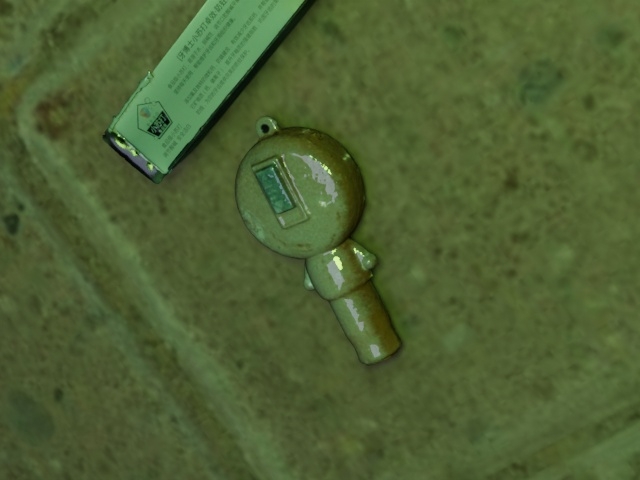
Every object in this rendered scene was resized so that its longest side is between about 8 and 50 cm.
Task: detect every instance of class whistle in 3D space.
[{"bbox_3d":[0.000,0.000,1.551,0.107,0.057,0.220,-20,102,31],"label":"whistle"}]

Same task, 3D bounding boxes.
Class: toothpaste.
[{"bbox_3d":[-0.052,-0.173,1.487,0.071,0.089,0.313,40,122,-2],"label":"toothpaste"}]
